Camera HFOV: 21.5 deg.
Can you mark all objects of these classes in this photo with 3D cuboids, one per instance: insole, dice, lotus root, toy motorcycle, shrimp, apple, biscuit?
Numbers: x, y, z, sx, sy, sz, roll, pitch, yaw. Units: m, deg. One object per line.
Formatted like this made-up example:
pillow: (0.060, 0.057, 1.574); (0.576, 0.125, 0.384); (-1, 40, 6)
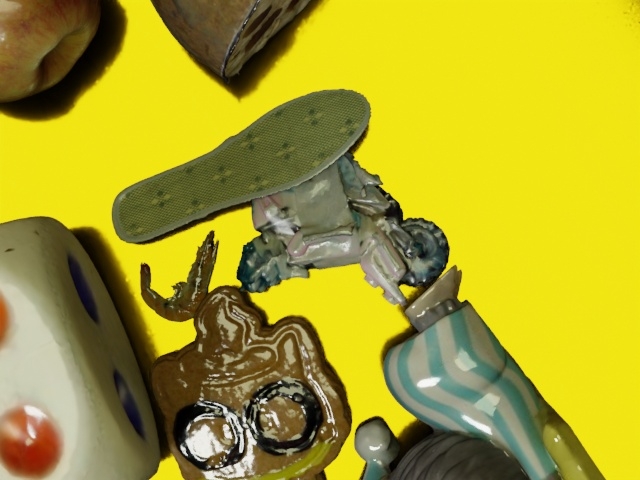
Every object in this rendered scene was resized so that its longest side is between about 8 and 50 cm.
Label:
insole: (-0.090, -0.082, 1.869); (0.322, 0.007, 0.109); (-23, 58, 11)
dice: (-0.346, 0.156, 1.761); (0.277, 0.304, 0.304); (-21, 88, 0)
lotus root: (-0.081, -0.323, 1.807); (0.192, 0.272, 0.272); (41, 89, 12)
toy motorcycle: (0.001, 0.002, 1.862); (0.204, 0.108, 0.239); (-46, 61, -4)
shrimp: (-0.161, 0.033, 1.902); (0.083, 0.023, 0.114); (22, 93, 4)
apple: (-0.346, -0.252, 1.819); (0.188, 0.211, 0.211); (39, 89, 12)
biscuit: (-0.074, 0.190, 1.856); (0.208, 0.041, 0.290); (-15, 100, 10)

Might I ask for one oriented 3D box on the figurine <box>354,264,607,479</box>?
figurine: (0.100, 0.281, 1.777); (0.377, 0.266, 0.361); (-35, 82, 0)
